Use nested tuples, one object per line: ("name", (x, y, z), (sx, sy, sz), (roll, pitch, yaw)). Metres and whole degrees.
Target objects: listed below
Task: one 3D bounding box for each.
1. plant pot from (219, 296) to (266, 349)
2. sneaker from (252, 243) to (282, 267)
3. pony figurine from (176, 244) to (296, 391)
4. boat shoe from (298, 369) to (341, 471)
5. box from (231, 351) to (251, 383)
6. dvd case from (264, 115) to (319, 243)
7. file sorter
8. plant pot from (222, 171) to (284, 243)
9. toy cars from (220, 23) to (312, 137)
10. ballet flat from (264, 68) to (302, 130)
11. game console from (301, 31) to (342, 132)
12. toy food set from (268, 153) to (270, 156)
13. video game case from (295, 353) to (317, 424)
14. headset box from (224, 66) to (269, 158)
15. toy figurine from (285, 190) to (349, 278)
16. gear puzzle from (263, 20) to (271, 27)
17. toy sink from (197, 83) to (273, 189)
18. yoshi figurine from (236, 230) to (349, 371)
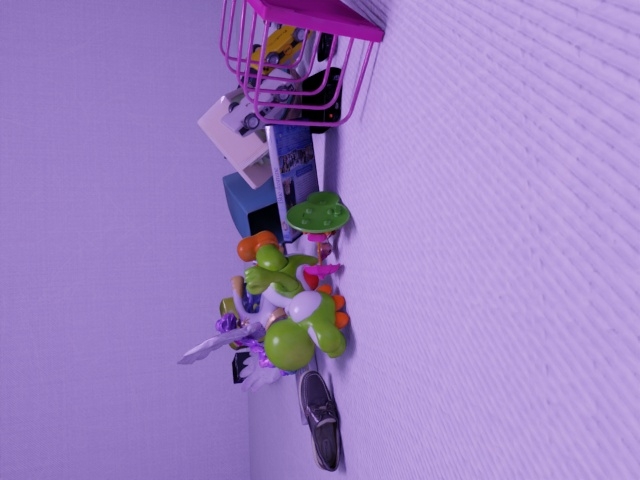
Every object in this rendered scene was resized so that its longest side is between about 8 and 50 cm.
("plant pot", (-0.303, 0.349, 1.771), (0.228, 0.228, 0.206), (127, 132, -64))
("sneaker", (-0.176, 0.064, 1.513), (0.115, 0.105, 0.281), (82, -168, -49))
("pony figurine", (-0.181, 0.243, 1.154), (0.351, 0.303, 0.363), (-36, 42, 28))
("boat shoe", (0.007, 0.412, 0.948), (0.073, 0.080, 0.223), (140, 121, -63))
("box", (-0.266, 0.525, 1.708), (0.261, 0.185, 0.103), (120, 142, -62))
("dvd case", (-0.052, -0.140, 0.916), (0.180, 0.022, 0.252), (-42, -51, -59))
("file sorter", (-0.062, -0.360, 0.763), (0.290, 0.202, 0.182), (61, 144, 41))
("plant pot", (-0.193, -0.113, 1.247), (0.234, 0.166, 0.165), (47, 150, 36))
("toy cars", (-0.115, -0.399, 1.018), (0.087, 0.177, 0.392), (48, -134, -50))
("ballet flat", (-0.084, -0.373, 1.111), (0.108, 0.106, 0.315), (-21, 47, 28))
("game console", (0.001, -0.428, 0.933), (0.213, 0.044, 0.360), (-139, 50, -69))
("toy food set", (-0.143, -0.277, 1.296), (0.232, 0.111, 0.104), (60, 175, -23))
("video game case", (-0.041, 0.400, 1.198), (0.206, 0.026, 0.226), (111, 153, -54))
("headset box", (-0.257, -0.469, 1.540), (0.283, 0.132, 0.246), (114, 168, -50))
("toy figurine", (0.000, 0.000, 0.894), (0.173, 0.130, 0.159), (-76, -13, -56))
("gear puzzle", (-0.201, -0.952, 1.602), (0.338, 0.045, 0.175), (-105, 19, -46))
("toy sink", (-0.183, -0.285, 1.121), (0.131, 0.234, 0.152), (-30, 16, 33))
("yoshi figurine", (-0.093, 0.148, 0.935), (0.362, 0.204, 0.202), (47, 120, 43))
